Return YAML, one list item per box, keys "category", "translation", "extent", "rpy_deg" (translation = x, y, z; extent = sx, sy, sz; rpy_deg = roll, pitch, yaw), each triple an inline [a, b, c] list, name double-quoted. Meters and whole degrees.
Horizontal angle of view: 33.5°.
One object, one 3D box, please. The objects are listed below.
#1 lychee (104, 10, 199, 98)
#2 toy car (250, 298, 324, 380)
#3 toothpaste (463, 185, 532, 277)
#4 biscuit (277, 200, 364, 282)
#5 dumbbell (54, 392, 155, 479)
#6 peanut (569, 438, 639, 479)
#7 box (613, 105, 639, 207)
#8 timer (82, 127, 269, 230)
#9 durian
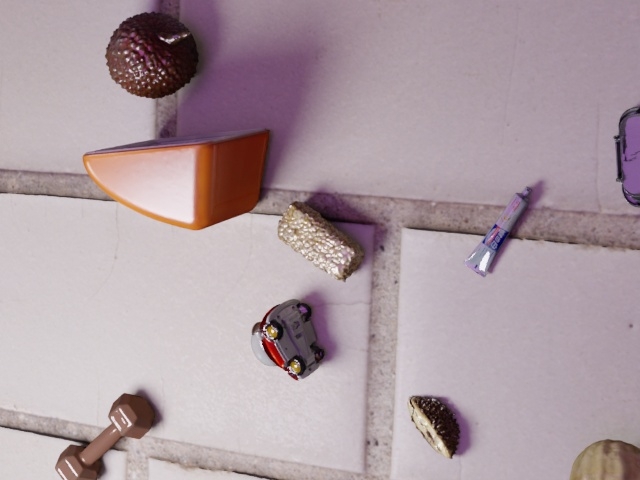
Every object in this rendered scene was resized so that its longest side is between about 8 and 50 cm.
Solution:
- category: "lychee"
  translation: [-0.302, -0.340, 1.933]
  extent: [0.197, 0.165, 0.165]
  rpy_deg: [-38, 78, 49]
- category: "toy car"
  translation: [-0.071, 0.186, 1.913]
  extent: [0.112, 0.112, 0.139]
  rpy_deg: [-21, 95, 38]
- category: "toothpaste"
  translation: [0.302, -0.017, 1.773]
  extent: [0.045, 0.028, 0.170]
  rpy_deg: [35, 108, 10]
- category: "biscuit"
  translation: [0.000, 0.000, 1.880]
  extent: [0.168, 0.070, 0.082]
  rpy_deg: [35, 102, 19]
- category: "dumbbell"
  translation: [-0.424, 0.395, 2.081]
  extent: [0.231, 0.082, 0.092]
  rpy_deg: [-43, 76, 20]
- category: "peanut"
  translation: [0.470, 0.477, 1.653]
  extent: [0.158, 0.174, 0.340]
  rpy_deg: [-4, 89, 6]
- category: "box"
  translation: [0.560, -0.132, 1.597]
  extent: [0.243, 0.135, 0.163]
  rpy_deg: [-2, 93, 24]
- category: "timer"
  translation: [-0.254, -0.130, 1.882]
  extent: [0.250, 0.257, 0.161]
  rpy_deg: [13, 106, 20]
- category: "durian"
  translation: [0.201, 0.317, 1.842]
  extent: [0.130, 0.052, 0.066]
  rpy_deg: [55, 149, 13]
